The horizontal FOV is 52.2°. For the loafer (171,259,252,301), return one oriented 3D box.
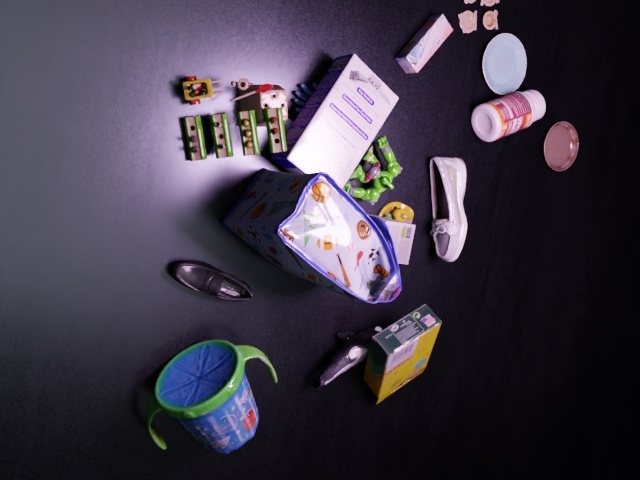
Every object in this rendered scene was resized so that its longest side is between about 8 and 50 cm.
[{"bbox_3d":[-0.273,0.106,1.673,0.223,0.078,0.076,22,87,-31],"label":"loafer"}]

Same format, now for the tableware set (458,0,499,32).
[{"bbox_3d":[0.485,-0.709,1.990,0.168,0.020,0.141,-12,105,-27],"label":"tableware set"}]

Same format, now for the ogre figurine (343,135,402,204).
[{"bbox_3d":[0.149,-0.186,1.853,0.118,0.096,0.197,41,67,-17],"label":"ogre figurine"}]

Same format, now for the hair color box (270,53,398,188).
[{"bbox_3d":[0.041,-0.302,1.738,0.185,0.110,0.339,38,80,-29],"label":"hair color box"}]

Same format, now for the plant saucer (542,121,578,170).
[{"bbox_3d":[0.821,-0.325,2.250,0.168,0.029,0.169,-6,102,-30],"label":"plant saucer"}]

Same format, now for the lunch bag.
[{"bbox_3d":[0.000,0.000,1.669,0.385,0.327,0.239,43,76,-27],"label":"lunch bag"}]

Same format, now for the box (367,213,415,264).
[{"bbox_3d":[0.157,-0.010,1.826,0.103,0.203,0.114,7,98,-30],"label":"box"}]

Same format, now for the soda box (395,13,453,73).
[{"bbox_3d":[0.301,-0.569,1.889,0.063,0.058,0.183,46,76,-28],"label":"soda box"}]

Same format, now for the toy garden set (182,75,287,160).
[{"bbox_3d":[-0.215,-0.303,1.579,0.244,0.049,0.204,-6,104,2],"label":"toy garden set"}]

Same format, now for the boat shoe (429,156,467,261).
[{"bbox_3d":[0.377,-0.095,1.993,0.103,0.118,0.321,1,95,-24],"label":"boat shoe"}]

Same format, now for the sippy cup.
[{"bbox_3d":[-0.269,0.412,1.663,0.240,0.305,0.224,-74,149,-52],"label":"sippy cup"}]

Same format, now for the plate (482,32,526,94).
[{"bbox_3d":[0.579,-0.558,2.070,0.188,0.024,0.188,-6,102,-28],"label":"plate"}]

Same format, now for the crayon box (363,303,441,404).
[{"bbox_3d":[0.236,0.346,1.947,0.202,0.081,0.319,-28,147,-24],"label":"crayon box"}]

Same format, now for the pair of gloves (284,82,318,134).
[{"bbox_3d":[-0.029,-0.319,1.767,0.159,0.023,0.198,28,84,-30],"label":"pair of gloves"}]

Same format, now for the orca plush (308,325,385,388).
[{"bbox_3d":[0.073,0.322,1.929,0.287,0.102,0.151,-36,160,-11],"label":"orca plush"}]

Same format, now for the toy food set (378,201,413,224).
[{"bbox_3d":[0.226,-0.004,1.943,0.128,0.071,0.218,11,94,-31],"label":"toy food set"}]

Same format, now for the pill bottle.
[{"bbox_3d":[0.593,-0.397,2.051,0.221,0.121,0.121,-23,110,-24],"label":"pill bottle"}]

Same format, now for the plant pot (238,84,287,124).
[{"bbox_3d":[-0.138,-0.342,1.657,0.109,0.096,0.109,-7,103,-28],"label":"plant pot"}]
